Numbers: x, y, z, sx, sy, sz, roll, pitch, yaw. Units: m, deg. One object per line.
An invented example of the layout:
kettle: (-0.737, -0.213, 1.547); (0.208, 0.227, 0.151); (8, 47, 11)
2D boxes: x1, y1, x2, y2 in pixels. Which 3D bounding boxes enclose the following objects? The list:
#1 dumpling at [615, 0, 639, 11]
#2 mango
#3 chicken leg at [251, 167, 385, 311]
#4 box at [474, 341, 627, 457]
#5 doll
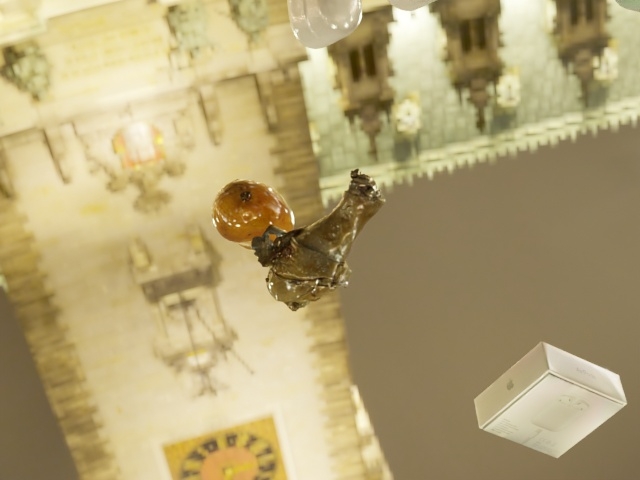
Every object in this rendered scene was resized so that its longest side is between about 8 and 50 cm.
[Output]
dumpling: (0.452, -0.338, 1.599); (0.217, 0.104, 0.149); (-28, -169, -18)
mango: (-0.086, -0.034, 1.777); (0.105, 0.159, 0.084); (0, -100, 13)
chicken leg: (0.003, 0.007, 1.655); (0.196, 0.080, 0.125); (-33, -109, 25)
box: (0.282, 0.199, 1.611); (0.130, 0.129, 0.051); (23, -142, -27)
doll: (0.003, -0.215, 0.875); (0.161, 0.160, 0.059); (-26, -174, -36)
